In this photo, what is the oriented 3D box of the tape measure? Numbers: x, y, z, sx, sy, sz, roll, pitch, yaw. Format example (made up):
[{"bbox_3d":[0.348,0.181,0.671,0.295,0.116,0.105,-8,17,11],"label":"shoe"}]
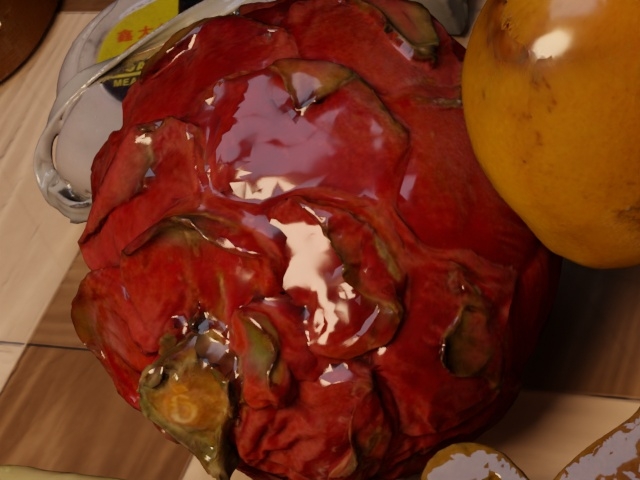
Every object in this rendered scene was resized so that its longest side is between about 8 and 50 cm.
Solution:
[{"bbox_3d":[-0.084,-0.105,1.381,0.236,0.120,0.197,-10,51,10],"label":"tape measure"}]

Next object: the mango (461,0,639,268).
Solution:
[{"bbox_3d":[0.145,-0.063,1.003,0.144,0.219,0.112,-28,52,-5],"label":"mango"}]

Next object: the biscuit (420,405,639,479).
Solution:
[{"bbox_3d":[0.132,0.179,1.012,0.301,0.049,0.197,-30,60,-10],"label":"biscuit"}]

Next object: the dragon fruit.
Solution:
[{"bbox_3d":[0.000,0.000,1.134,0.277,0.277,0.342,-3,38,23],"label":"dragon fruit"}]

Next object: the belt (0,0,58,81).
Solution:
[{"bbox_3d":[-0.311,-0.224,1.622,0.184,0.105,0.261,-14,44,16],"label":"belt"}]

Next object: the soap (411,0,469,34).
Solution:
[{"bbox_3d":[0.034,-0.297,1.484,0.257,0.159,0.302,4,52,33],"label":"soap"}]

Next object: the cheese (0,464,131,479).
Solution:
[{"bbox_3d":[-0.128,0.261,1.022,0.242,0.124,0.265,4,50,18],"label":"cheese"}]
